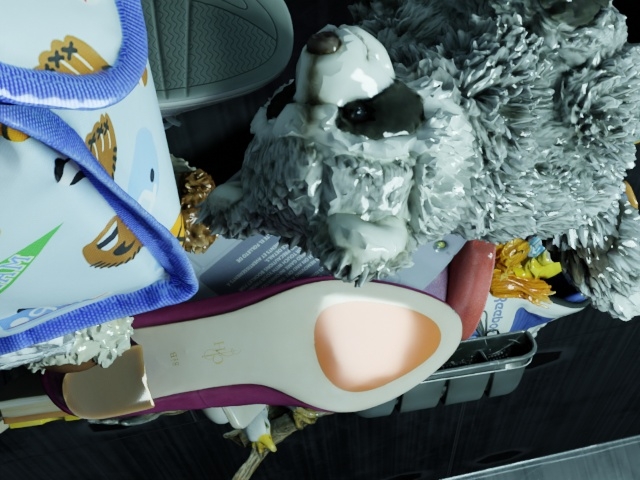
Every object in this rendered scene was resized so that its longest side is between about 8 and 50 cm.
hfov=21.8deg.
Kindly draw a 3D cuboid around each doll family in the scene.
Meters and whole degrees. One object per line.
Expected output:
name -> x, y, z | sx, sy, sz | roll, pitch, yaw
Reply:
doll family -> 0.245, -0.006, 1.759 | 0.163, 0.118, 0.263 | -22, 162, -14

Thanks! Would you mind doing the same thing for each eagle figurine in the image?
eagle figurine -> -0.118, 0.167, 1.959 | 0.225, 0.226, 0.298 | 6, 158, 44

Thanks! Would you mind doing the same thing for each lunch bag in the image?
lunch bag -> -0.211, -0.140, 0.764 | 0.239, 0.328, 0.385 | -19, 160, 3

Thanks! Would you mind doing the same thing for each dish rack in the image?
dish rack -> 0.084, 0.079, 1.783 | 0.208, 0.271, 0.074 | -7, 127, -19

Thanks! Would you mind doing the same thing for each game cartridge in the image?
game cartridge -> 0.000, 0.000, 1.519 | 0.294, 0.060, 0.196 | -38, 112, 26

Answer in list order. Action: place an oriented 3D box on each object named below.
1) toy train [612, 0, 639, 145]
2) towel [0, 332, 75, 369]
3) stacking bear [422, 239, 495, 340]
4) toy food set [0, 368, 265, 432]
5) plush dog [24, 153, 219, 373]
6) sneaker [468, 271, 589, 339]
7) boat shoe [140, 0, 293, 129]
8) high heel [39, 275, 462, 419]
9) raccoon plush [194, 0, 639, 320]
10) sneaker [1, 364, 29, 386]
toy train -> 0.286, -0.172, 1.334 | 0.190, 0.142, 0.334 | -18, 164, -17
towel -> -0.331, 0.003, 1.253 | 0.284, 0.235, 0.121 | -12, 165, 0
stacking bear -> 0.009, 0.018, 1.652 | 0.289, 0.175, 0.164 | 2, 122, -9
toy food set -> -0.201, 0.170, 1.707 | 0.306, 0.092, 0.220 | -9, -172, 14
plush dog -> -0.206, -0.016, 1.437 | 0.225, 0.210, 0.262 | -19, -166, -32
sneaker -> 0.251, 0.075, 2.030 | 0.182, 0.127, 0.315 | -16, 160, 15
boat shoe -> -0.179, -0.129, 1.169 | 0.320, 0.118, 0.103 | -8, 167, -2
high heel -> -0.068, 0.092, 1.530 | 0.377, 0.127, 0.181 | -4, -175, -14
raccoon plush -> 0.121, -0.006, 1.220 | 0.216, 0.299, 0.446 | -2, 136, 52
sneaker -> -0.312, 0.161, 1.966 | 0.130, 0.087, 0.227 | -12, 165, -8
